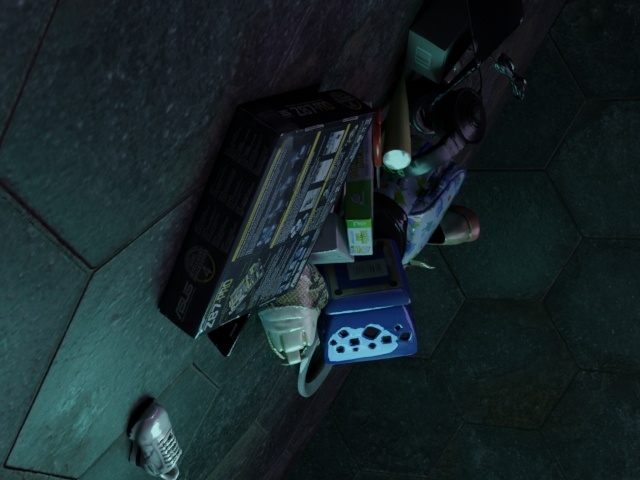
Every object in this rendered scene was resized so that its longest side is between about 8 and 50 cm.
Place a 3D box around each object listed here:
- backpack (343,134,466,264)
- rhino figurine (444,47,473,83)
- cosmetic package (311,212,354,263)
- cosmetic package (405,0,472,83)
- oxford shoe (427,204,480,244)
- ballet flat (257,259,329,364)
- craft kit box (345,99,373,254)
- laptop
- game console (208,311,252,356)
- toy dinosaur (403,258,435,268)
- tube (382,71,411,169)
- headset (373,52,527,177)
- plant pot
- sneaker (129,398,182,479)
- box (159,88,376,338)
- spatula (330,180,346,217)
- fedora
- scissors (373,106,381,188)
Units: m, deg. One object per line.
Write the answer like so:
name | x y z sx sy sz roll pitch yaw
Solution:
backpack | 0.220 -0.106 2.235 0.290 0.273 0.356 98 9 -50
rhino figurine | 0.314 -0.433 2.131 0.243 0.073 0.106 -57 163 -9
cosmetic package | 0.000 0.000 1.837 0.231 0.117 0.086 35 52 -75
cosmetic package | 0.288 -0.474 1.873 0.238 0.107 0.127 -50 162 -19
oxford shoe | 0.291 -0.057 2.443 0.130 0.348 0.123 -17 104 -29
ballet flat | -0.062 0.175 1.877 0.483 0.163 0.182 91 -4 -71
craft kit box | 0.081 -0.122 1.767 0.247 0.060 0.250 67 23 -72
laptop | 0.315 -0.443 1.807 0.234 0.136 0.264 -45 -175 -37
game console | -0.168 0.159 1.739 0.071 0.107 0.122 9 115 -45
toy dinosaur | 0.177 0.086 2.546 0.295 0.127 0.200 -6 146 -20
tube | 0.171 -0.261 1.895 0.070 0.062 0.240 -25 -139 30
headset | 0.303 -0.278 1.983 0.394 0.243 0.185 -44 123 -6
plant pot | 0.102 0.134 2.067 0.236 0.235 0.212 -100 -176 -45
sneaker | -0.314 0.394 1.690 0.090 0.094 0.235 -47 162 -33
box | -0.083 -0.050 1.447 0.318 0.097 0.395 -28 147 -57
spatula | 0.029 -0.071 2.041 0.168 0.019 0.242 -53 166 -23
fedora | -0.038 0.285 2.377 0.244 0.124 0.276 -50 157 -38
scissors | 0.122 -0.166 1.856 0.297 0.021 0.109 85 4 -56
